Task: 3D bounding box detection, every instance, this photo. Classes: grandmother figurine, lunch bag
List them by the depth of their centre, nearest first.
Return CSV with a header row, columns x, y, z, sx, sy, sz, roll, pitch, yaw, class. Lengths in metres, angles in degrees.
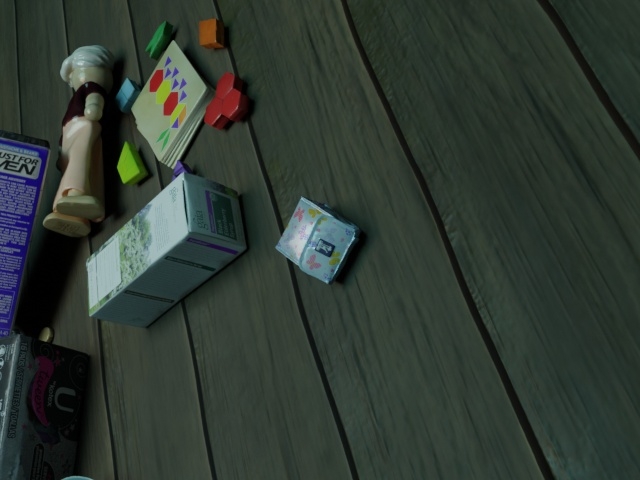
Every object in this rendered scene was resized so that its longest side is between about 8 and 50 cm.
x,y,z,sx,sy,sz,roll,pitch,yaw,class
0.000,0.000,0.949,0.083,0.053,0.071,38,105,39,lunch bag
-0.394,-0.179,1.434,0.208,0.104,0.342,-28,52,42,grandmother figurine

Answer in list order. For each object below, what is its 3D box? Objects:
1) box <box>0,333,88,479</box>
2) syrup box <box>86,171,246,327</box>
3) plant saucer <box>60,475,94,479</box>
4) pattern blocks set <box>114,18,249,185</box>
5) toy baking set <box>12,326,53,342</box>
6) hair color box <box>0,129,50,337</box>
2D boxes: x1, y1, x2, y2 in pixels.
x,y,z,sx,sy,sz,roll,pitch,yaw,class
-0.452,0.278,1.250,0.163,0.142,0.247,-11,66,29,box
-0.208,0.019,1.139,0.237,0.096,0.093,-36,52,33,syrup box
-0.300,0.401,1.104,0.195,0.037,0.195,-6,78,32,plant saucer
-0.223,-0.205,1.303,0.285,0.026,0.325,-48,44,23,pattern blocks set
-0.506,0.241,1.433,0.256,0.030,0.196,-5,65,41,toy baking set
-0.533,-0.007,1.425,0.185,0.110,0.339,-151,76,-69,hair color box
